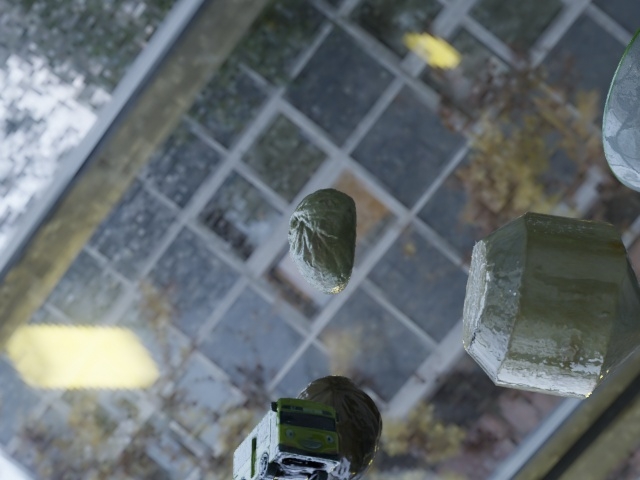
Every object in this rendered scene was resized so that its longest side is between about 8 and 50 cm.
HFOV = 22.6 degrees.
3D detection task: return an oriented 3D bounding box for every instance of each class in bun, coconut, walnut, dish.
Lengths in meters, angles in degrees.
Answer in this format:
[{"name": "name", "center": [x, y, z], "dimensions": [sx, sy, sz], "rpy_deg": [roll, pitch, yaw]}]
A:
[{"name": "bun", "center": [0.000, 0.000, 1.711], "dimensions": [0.069, 0.115, 0.115], "rpy_deg": [4, -153, -5]}, {"name": "coconut", "center": [0.390, 0.103, 2.610], "dimensions": [0.323, 0.323, 0.323], "rpy_deg": [33, -159, -15]}, {"name": "walnut", "center": [0.018, 0.264, 2.216], "dimensions": [0.140, 0.162, 0.140], "rpy_deg": [15, -152, -8]}, {"name": "dish", "center": [0.522, -0.180, 2.059], "dimensions": [0.324, 0.324, 0.124], "rpy_deg": [16, -163, -45]}]

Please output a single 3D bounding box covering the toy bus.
[{"name": "toy bus", "center": [-0.044, 0.262, 1.945], "dimensions": [0.088, 0.175, 0.101], "rpy_deg": [13, -126, -18]}]
